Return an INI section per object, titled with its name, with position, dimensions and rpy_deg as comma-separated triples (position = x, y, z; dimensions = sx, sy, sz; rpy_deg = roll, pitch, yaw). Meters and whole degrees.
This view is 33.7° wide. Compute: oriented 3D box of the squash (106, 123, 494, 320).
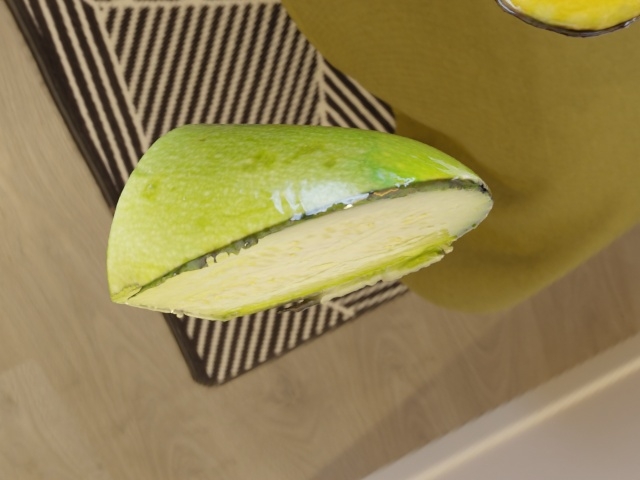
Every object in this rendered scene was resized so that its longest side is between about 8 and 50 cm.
[squash]
position = 0.000, 0.000, 0.976
dimensions = 0.233, 0.308, 0.210
rpy_deg = 20, 83, -56

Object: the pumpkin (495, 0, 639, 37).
[pumpkin]
position = 0.233, -0.253, 0.594
dimensions = 0.148, 0.169, 0.312
rpy_deg = 4, 103, -47
